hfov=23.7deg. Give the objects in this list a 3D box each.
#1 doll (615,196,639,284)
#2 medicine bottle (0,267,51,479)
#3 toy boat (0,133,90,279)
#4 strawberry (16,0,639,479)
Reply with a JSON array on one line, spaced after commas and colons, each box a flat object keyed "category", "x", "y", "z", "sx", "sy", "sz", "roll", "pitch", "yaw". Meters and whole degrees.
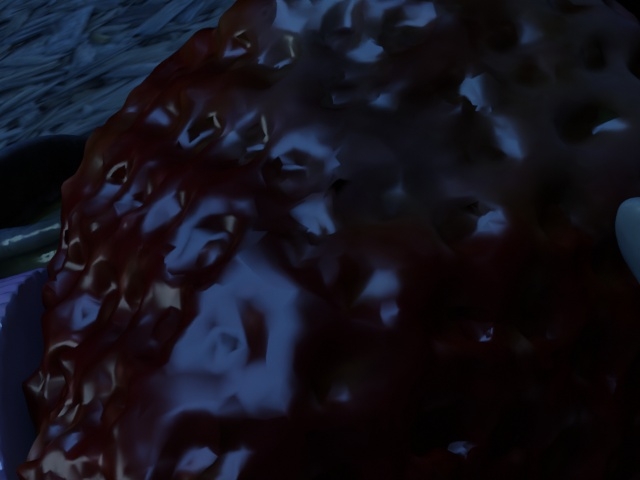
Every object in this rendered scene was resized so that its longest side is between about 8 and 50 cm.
[{"category": "doll", "x": 0.222, "y": 0.026, "z": 0.495, "sx": 0.217, "sy": 0.085, "sz": 0.183, "roll": -18, "pitch": 66, "yaw": -13}, {"category": "medicine bottle", "x": -0.212, "y": 0.131, "z": 0.617, "sx": 0.290, "sy": 0.178, "sz": 0.178, "roll": -17, "pitch": 27, "yaw": 15}, {"category": "toy boat", "x": -0.108, "y": -0.022, "z": 0.865, "sx": 0.293, "sy": 0.111, "sz": 0.276, "roll": -22, "pitch": 13, "yaw": 13}, {"category": "strawberry", "x": 0.027, "y": 0.007, "z": 0.543, "sx": 0.265, "sy": 0.149, "sz": 0.336, "roll": 29, "pitch": 43, "yaw": 6}]
